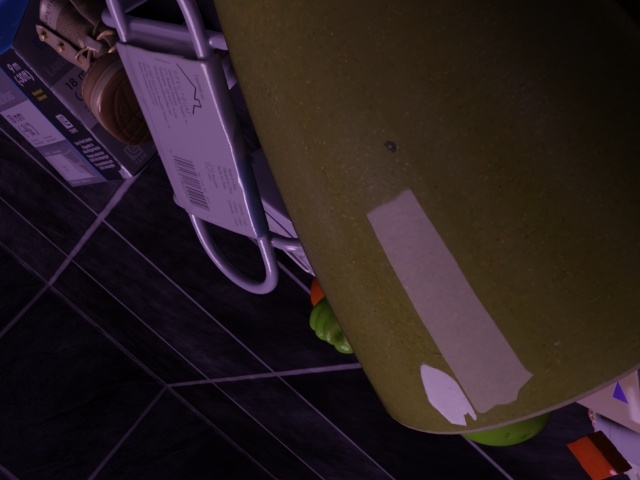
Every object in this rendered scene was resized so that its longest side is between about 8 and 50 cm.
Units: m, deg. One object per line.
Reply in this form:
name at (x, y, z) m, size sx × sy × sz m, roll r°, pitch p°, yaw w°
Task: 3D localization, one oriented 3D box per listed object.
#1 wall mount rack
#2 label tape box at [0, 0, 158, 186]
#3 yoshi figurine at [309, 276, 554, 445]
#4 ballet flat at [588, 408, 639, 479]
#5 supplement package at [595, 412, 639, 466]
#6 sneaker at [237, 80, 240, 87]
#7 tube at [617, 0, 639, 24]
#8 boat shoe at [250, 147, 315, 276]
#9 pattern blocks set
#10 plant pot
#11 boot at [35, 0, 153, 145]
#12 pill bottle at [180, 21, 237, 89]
wall mount rack at (-0.037, -0.103, 0.696) m, size 0.304 × 0.130 × 0.350 m, roll 20°, pitch 140°, yaw 37°
label tape box at (-0.387, -0.232, 1.122) m, size 0.241 × 0.106 × 0.333 m, roll 0°, pitch 135°, yaw 54°
yoshi figurine at (0.114, 0.090, 0.784) m, size 0.203 × 0.204 × 0.362 m, roll 62°, pitch 164°, yaw -11°
ballet flat at (0.404, 0.269, 0.910) m, size 0.241 × 0.077 × 0.091 m, roll 31°, pitch 155°, yaw 17°
supplement package at (0.364, 0.167, 0.761) m, size 0.179 × 0.105 × 0.105 m, roll 20°, pitch 145°, yaw 36°
sneaker at (-0.020, -0.188, 0.757) m, size 0.188 × 0.066 × 0.071 m, roll -1°, pitch 118°, yaw 48°
tube at (0.201, -0.162, 0.481) m, size 0.240 × 0.062 × 0.070 m, roll 1°, pitch 93°, yaw 63°
boat shoe at (0.000, 0.000, 1.002) m, size 0.267 × 0.096 × 0.088 m, roll 41°, pitch 160°, yaw -3°
pattern blocks set at (0.232, 0.079, 0.731) m, size 0.325 × 0.026 × 0.285 m, roll -143°, pitch 41°, yaw -65°
plant pot at (0.068, -0.085, 0.495) m, size 0.293 × 0.275 × 0.275 m, roll 53°, pitch 153°, yaw -12°
boot at (-0.235, -0.202, 0.878) m, size 0.203 × 0.095 × 0.262 m, roll 40°, pitch -166°, yaw 5°
pill bottle at (-0.125, -0.199, 0.887) m, size 0.083 × 0.043 × 0.043 m, roll 42°, pitch 156°, yaw -9°
